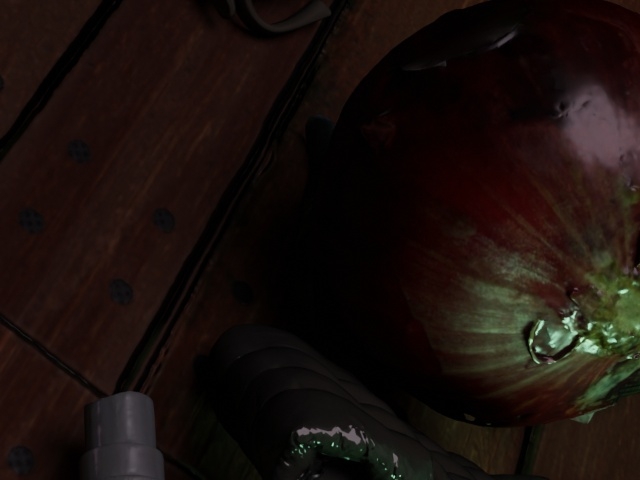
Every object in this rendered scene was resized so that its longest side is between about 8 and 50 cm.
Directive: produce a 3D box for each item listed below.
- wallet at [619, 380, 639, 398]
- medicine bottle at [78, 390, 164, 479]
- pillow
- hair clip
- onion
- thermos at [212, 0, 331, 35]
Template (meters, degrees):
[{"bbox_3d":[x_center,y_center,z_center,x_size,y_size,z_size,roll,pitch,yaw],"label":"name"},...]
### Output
[{"bbox_3d":[0.238,0.070,1.425,0.317,0.044,0.169,-8,65,-46],"label":"wallet"},{"bbox_3d":[-0.113,0.259,0.933,0.110,0.110,0.352,15,54,-35],"label":"medicine bottle"},{"bbox_3d":[0.072,0.182,1.093,0.326,0.101,0.228,30,2,-20],"label":"pillow"},{"bbox_3d":[0.000,0.000,1.273,0.070,0.039,0.229,30,52,-23],"label":"hair clip"},{"bbox_3d":[0.151,-0.026,1.157,0.341,0.341,0.341,22,50,-30],"label":"onion"},{"bbox_3d":[-0.031,-0.254,1.373,0.193,0.105,0.137,-33,118,-44],"label":"thermos"}]
